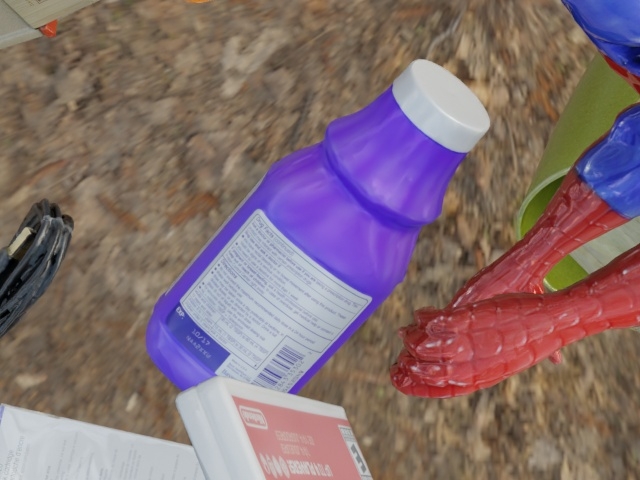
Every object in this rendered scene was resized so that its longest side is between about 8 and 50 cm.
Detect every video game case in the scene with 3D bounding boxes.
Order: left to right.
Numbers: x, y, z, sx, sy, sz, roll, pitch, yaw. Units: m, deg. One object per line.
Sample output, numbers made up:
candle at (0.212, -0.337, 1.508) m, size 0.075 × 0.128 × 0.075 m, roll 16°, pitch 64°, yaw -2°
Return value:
video game case at (0.030, 0.200, 0.801) m, size 0.025 × 0.204 × 0.285 m, roll -26°, pitch 75°, yaw 10°

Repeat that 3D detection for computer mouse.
computer mouse at (-0.173, 0.078, 0.697) m, size 0.041 × 0.071 × 0.242 m, roll 33°, pitch 101°, yaw -17°

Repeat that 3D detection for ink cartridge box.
ink cartridge box at (-0.174, 0.249, 1.430) m, size 0.208 × 0.045 × 0.206 m, roll 14°, pitch 71°, yaw -8°

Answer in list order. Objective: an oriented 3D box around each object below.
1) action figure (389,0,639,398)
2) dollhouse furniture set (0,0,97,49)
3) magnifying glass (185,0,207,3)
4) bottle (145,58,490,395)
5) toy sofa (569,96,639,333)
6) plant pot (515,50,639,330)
action figure at (0.021, -0.035, 0.327) m, size 0.280 × 0.091 × 0.139 m, roll 35°, pitch 110°, yaw -27°
dollhouse furniture set at (-0.270, -0.306, 1.676) m, size 0.135 × 0.259 × 0.262 m, roll -21°, pitch 139°, yaw 22°
magnifying glass at (-0.076, -0.221, 0.963) m, size 0.092 × 0.026 × 0.231 m, roll -13°, pitch 137°, yaw -6°
bottle at (0.000, 0.000, 1.222) m, size 0.118 × 0.092 × 0.283 m, roll 38°, pitch 117°, yaw -6°
toy sofa at (0.304, 0.001, 1.008) m, size 0.177 × 0.362 × 0.150 m, roll 43°, pitch 77°, yaw -19°
plant pot at (0.343, -0.104, 1.676) m, size 0.274 × 0.275 × 0.293 m, roll 16°, pitch 57°, yaw 3°
